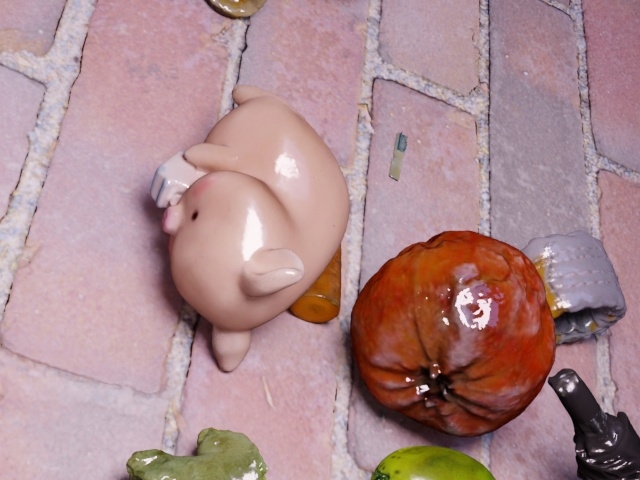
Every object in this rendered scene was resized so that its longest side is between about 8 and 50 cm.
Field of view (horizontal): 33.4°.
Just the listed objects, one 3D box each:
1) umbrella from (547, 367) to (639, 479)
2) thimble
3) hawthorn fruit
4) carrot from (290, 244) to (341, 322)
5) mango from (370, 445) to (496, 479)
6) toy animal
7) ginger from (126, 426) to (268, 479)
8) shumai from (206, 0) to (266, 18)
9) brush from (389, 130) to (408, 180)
[{"bbox_3d":[0.349,0.258,1.242,0.340,0.118,0.118,52,42,-33],"label":"umbrella"},{"bbox_3d":[0.321,0.064,1.416,0.151,0.127,0.118,2,60,-32],"label":"thimble"},{"bbox_3d":[0.167,0.084,1.243,0.242,0.242,0.272,38,43,-6],"label":"hawthorn fruit"},{"bbox_3d":[0.000,0.000,1.305,0.061,0.061,0.210,21,49,-20],"label":"carrot"},{"bbox_3d":[0.128,0.288,1.175,0.178,0.100,0.119,13,71,-33],"label":"mango"},{"bbox_3d":[-0.081,-0.031,1.183,0.213,0.195,0.256,36,51,2],"label":"toy animal"},{"bbox_3d":[-0.160,0.280,1.011,0.290,0.089,0.137,-42,107,-37],"label":"ginger"},{"bbox_3d":[-0.082,-0.441,1.474,0.262,0.267,0.314,-35,51,-12],"label":"shumai"},{"bbox_3d":[0.109,-0.118,1.473,0.016,0.013,0.084,28,52,-17],"label":"brush"}]
